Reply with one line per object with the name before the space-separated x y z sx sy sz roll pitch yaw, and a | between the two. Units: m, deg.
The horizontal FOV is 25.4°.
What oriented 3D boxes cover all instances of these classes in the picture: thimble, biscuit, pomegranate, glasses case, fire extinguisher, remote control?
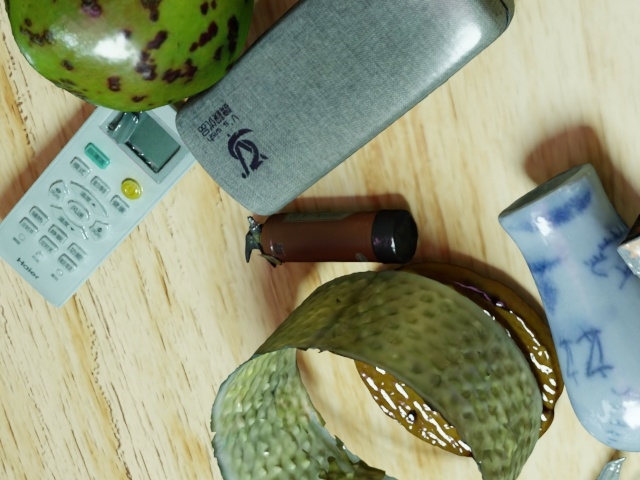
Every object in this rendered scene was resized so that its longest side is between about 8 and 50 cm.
thimble | 0.050 0.170 1.270 0.271 0.150 0.270 15 126 22
biscuit | 0.123 0.110 1.312 0.212 0.036 0.212 14 125 21
pomegranate | -0.169 -0.201 1.167 0.263 0.211 0.211 -16 113 52
glasses case | 0.013 -0.143 1.181 0.131 0.074 0.323 49 130 -6
fire extinguisher | 0.000 0.000 1.299 0.177 0.050 0.062 -1 131 30
remote control | -0.219 -0.046 1.387 0.103 0.051 0.293 44 127 -5

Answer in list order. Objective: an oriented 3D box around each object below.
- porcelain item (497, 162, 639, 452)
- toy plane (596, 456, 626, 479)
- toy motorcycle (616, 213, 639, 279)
porcelain item | 0.245 0.068 1.157 0.141 0.141 0.259 -26 98 38
toy plane | 0.271 0.292 1.338 0.226 0.058 0.226 -2 123 33
toy motorcycle | 0.341 0.065 1.087 0.091 0.157 0.263 -29 102 40
